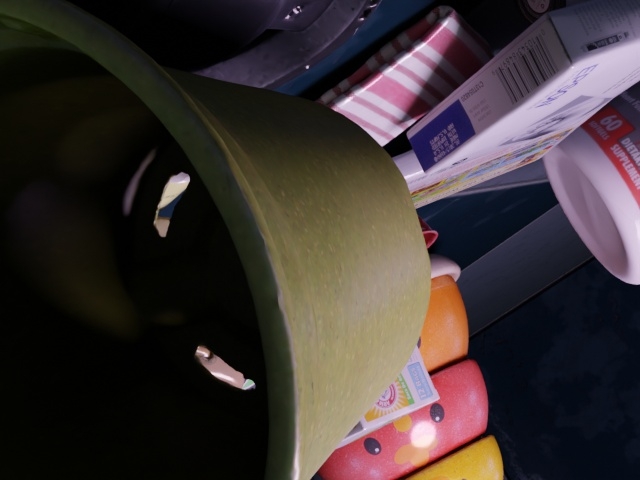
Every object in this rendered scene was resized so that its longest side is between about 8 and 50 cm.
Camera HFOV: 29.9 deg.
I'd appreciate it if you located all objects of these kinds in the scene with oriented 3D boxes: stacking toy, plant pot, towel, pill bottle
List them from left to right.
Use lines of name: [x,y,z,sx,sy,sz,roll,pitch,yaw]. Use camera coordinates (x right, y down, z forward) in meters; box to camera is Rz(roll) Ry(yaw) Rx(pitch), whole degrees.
plant pot: [-0.077,0.028,0.523,0.276,0.276,0.254,-36,172,26]
towel: [0.035,-0.103,0.904,0.197,0.029,0.144,-36,166,13]
stacking toy: [0.136,0.288,1.602,0.350,0.480,0.350,-29,168,-7]
pill bottle: [0.447,-0.124,1.330,0.363,0.210,0.210,-30,168,-3]

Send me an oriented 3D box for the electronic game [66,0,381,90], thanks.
electronic game: [-0.061,-0.117,0.571,0.229,0.048,0.229,-20,165,-6]

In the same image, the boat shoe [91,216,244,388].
boat shoe: [-0.189,0.049,0.654,0.341,0.110,0.121,0,156,-34]

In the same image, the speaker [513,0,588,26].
speaker: [0.206,-0.193,0.865,0.136,0.055,0.055,-23,166,-27]

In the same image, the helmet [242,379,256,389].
helmet: [-0.126,0.113,1.060,0.169,0.161,0.169,-29,167,-7]

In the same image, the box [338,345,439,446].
box: [0.000,0.146,1.165,0.103,0.114,0.203,-15,166,-41]

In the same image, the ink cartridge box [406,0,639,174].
ink cartridge box: [0.205,-0.131,0.891,0.224,0.045,0.223,-22,173,-24]

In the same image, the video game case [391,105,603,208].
video game case: [0.145,-0.079,1.155,0.227,0.026,0.206,-22,172,-13]

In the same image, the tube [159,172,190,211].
tube: [-0.159,-0.006,0.769,0.240,0.070,0.062,-36,-152,41]

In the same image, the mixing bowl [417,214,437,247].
mixing bowl: [0.000,0.000,1.047,0.181,0.098,0.181,-30,168,-7]
